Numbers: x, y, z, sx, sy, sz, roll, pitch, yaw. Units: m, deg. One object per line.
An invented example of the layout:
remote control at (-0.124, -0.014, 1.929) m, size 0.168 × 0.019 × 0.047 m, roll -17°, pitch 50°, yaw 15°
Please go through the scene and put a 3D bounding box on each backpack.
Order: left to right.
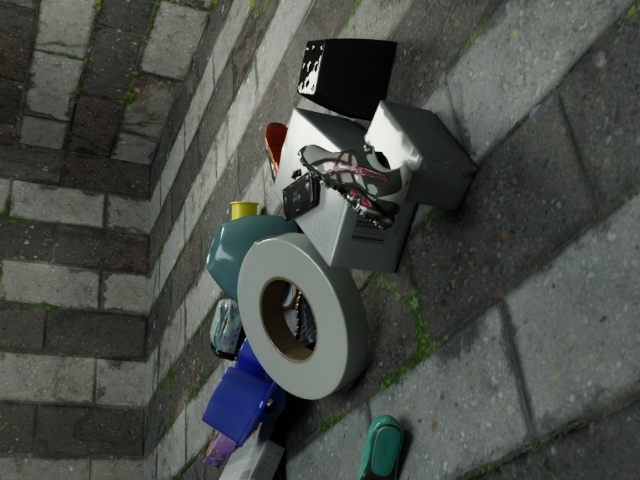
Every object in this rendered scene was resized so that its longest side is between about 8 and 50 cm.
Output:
backpack at (-0.296, 0.282, 2.449) m, size 0.152 × 0.115 × 0.182 m, roll -139°, pitch 63°, yaw -66°

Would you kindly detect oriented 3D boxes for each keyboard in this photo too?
keyboard at (-0.046, -0.112, 1.698) m, size 0.180 × 0.023 × 0.108 m, roll 155°, pitch 113°, yaw -64°

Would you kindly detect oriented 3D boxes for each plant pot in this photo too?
plant pot at (-0.211, 0.047, 2.153) m, size 0.290 × 0.195 × 0.290 m, roll -161°, pitch 90°, yaw -73°
plant pot at (0.050, -0.395, 1.795) m, size 0.188 × 0.167 × 0.187 m, roll -149°, pitch 69°, yaw -66°

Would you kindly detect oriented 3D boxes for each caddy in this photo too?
caddy at (-0.174, 0.403, 1.999) m, size 0.241 × 0.179 × 0.341 m, roll -58°, pitch -3°, yaw -37°

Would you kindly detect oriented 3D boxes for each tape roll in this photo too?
tape roll at (-0.051, 0.173, 1.747) m, size 0.392 × 0.072 × 0.392 m, roll 21°, pitch 119°, yaw 43°

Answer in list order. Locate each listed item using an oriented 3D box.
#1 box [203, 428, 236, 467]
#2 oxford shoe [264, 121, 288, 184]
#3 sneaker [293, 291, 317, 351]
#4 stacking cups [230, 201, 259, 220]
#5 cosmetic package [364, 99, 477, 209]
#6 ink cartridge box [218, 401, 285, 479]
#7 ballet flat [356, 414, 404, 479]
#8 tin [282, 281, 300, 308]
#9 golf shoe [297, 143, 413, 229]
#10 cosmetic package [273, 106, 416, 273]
box at (-0.265, 0.534, 2.285) m, size 0.201 × 0.057 × 0.293 m, roll -77°, pitch 14°, yaw -45°
oxford shoe at (-0.123, -0.240, 2.246) m, size 0.098 × 0.097 × 0.271 m, roll 115°, pitch 153°, yaw -47°
sneaker at (-0.012, 0.213, 1.887) m, size 0.098 × 0.083 × 0.223 m, roll 9°, pitch 88°, yaw 39°
stacking cups at (-0.245, 0.034, 2.451) m, size 0.096 × 0.096 × 0.316 m, roll 180°, pitch 90°, yaw -67°
cosmetic package at (0.187, -0.167, 1.449) m, size 0.238 × 0.127 × 0.107 m, roll -109°, pitch 35°, yaw -49°
ink cartridge box at (-0.180, 0.593, 2.135) m, size 0.296 × 0.066 × 0.261 m, roll -38°, pitch 23°, yaw 58°
ballet flat at (0.113, 0.457, 1.495) m, size 0.087 × 0.083 × 0.247 m, roll -73°, pitch -4°, yaw -78°
tin at (-0.092, 0.142, 2.117) m, size 0.190 × 0.040 × 0.106 m, roll 167°, pitch 105°, yaw -66°
golf shoe at (0.066, -0.128, 1.413) m, size 0.273 × 0.105 × 0.120 m, roll 40°, pitch 100°, yaw 40°
cosmetic package at (0.045, -0.127, 1.719) m, size 0.453 × 0.161 × 0.230 m, roll -127°, pitch 49°, yaw -59°
